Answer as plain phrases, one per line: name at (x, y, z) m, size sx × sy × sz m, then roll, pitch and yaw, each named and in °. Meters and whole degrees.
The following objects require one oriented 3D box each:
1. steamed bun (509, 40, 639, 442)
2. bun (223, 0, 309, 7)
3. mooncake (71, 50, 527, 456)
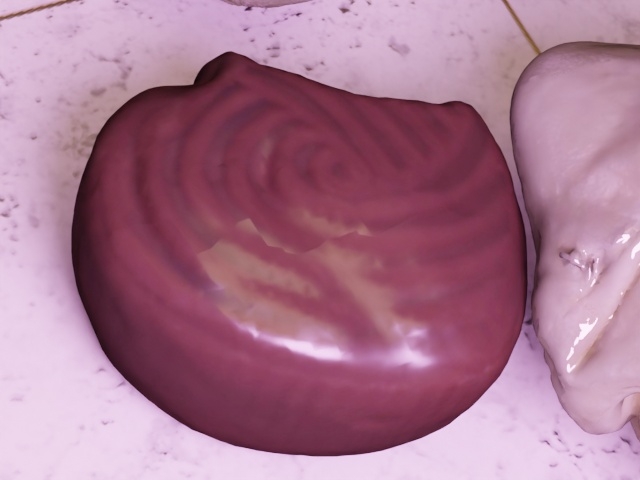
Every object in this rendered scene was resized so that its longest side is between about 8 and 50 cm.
steamed bun at (0.323, 0.017, 1.091) m, size 0.342 × 0.255 × 0.367 m, roll 18°, pitch 64°, yaw -43°
bun at (-0.066, -0.303, 1.256) m, size 0.239 × 0.141 × 0.239 m, roll 4°, pitch 65°, yaw -10°
mooncake at (0.000, 0.000, 1.097) m, size 0.326 × 0.174 × 0.334 m, roll 40°, pitch 59°, yaw 9°
